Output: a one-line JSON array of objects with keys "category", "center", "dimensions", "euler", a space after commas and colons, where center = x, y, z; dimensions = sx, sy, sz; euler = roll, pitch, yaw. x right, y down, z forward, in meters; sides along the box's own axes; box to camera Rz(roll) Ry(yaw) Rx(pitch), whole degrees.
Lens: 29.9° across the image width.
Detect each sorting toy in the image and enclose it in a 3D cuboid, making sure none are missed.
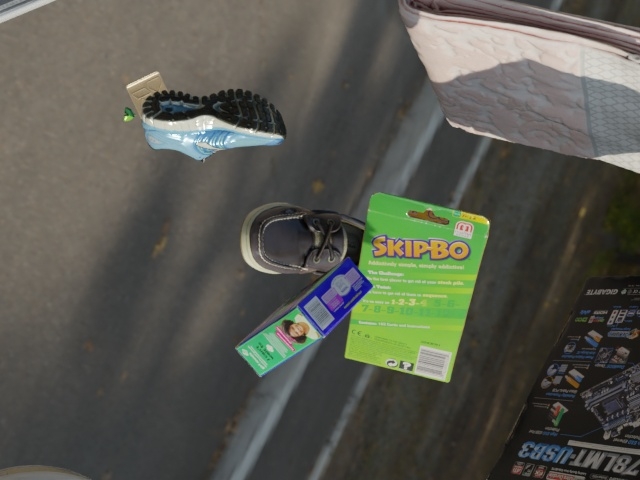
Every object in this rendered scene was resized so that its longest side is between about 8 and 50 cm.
[{"category": "sorting toy", "center": [-0.276, -0.219, 1.857], "dimensions": [0.083, 0.062, 0.012], "euler": [-25, -174, 3]}]

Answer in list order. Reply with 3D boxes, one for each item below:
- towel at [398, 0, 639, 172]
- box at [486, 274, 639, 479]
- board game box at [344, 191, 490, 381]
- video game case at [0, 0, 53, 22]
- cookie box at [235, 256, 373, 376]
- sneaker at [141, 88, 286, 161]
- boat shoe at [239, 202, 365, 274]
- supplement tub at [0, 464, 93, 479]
[{"category": "towel", "center": [0.269, -0.181, 1.432], "dimensions": [0.053, 0.316, 0.332], "euler": [-68, 158, -13]}, {"category": "box", "center": [0.357, 0.171, 1.313], "dimensions": [0.295, 0.073, 0.293], "euler": [-6, -130, 57]}, {"category": "board game box", "center": [0.100, 0.048, 1.278], "dimensions": [0.259, 0.124, 0.039], "euler": [97, 9, -47]}, {"category": "video game case", "center": [-0.434, -0.376, 1.580], "dimensions": [0.190, 0.173, 0.022], "euler": [-28, 178, -19]}, {"category": "cookie box", "center": [-0.015, 0.072, 1.112], "dimensions": [0.107, 0.040, 0.092], "euler": [-37, -177, 45]}, {"category": "sneaker", "center": [-0.118, -0.124, 1.325], "dimensions": [0.073, 0.162, 0.063], "euler": [106, -16, -48]}, {"category": "boat shoe", "center": [0.000, 0.000, 1.705], "dimensions": [0.285, 0.092, 0.103], "euler": [8, 83, -53]}, {"category": "supplement tub", "center": [-0.249, 0.318, 1.032], "dimensions": [0.241, 0.241, 0.331], "euler": [-64, -171, -15]}]
